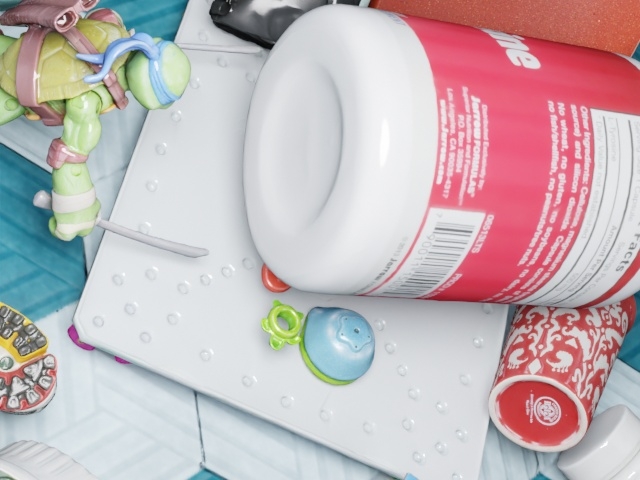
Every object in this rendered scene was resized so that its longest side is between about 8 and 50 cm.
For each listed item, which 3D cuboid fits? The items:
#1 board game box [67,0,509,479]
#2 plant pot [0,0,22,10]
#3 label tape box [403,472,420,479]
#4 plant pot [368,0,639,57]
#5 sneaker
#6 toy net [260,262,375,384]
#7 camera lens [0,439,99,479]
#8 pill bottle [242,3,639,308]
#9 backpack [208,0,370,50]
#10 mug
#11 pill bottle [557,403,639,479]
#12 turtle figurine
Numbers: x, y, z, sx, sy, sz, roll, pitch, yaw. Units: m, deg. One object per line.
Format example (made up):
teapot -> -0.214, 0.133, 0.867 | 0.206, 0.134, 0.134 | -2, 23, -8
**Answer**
board game box -> 0.000, 0.000, 1.266 | 0.389, 0.050, 0.390 | 26, 57, -18
plant pot -> -0.257, -0.326, 1.135 | 0.293, 0.293, 0.235 | -13, 87, -34
label tape box -> 0.133, 0.386, 1.124 | 0.333, 0.106, 0.241 | 36, 54, -11
plant pot -> 0.162, -0.263, 1.337 | 0.235, 0.267, 0.267 | 11, 43, -13
sneaker -> -0.295, 0.061, 1.052 | 0.225, 0.093, 0.088 | 41, 72, 10
toy net -> 0.002, 0.006, 1.208 | 0.122, 0.045, 0.232 | 17, 59, -21
camera lens -> -0.250, 0.283, 0.879 | 0.274, 0.219, 0.219 | -35, 87, -37
pill bottle -> 0.159, -0.059, 1.159 | 0.407, 0.229, 0.229 | 5, 65, -30
backpack -> -0.014, -0.259, 1.251 | 0.151, 0.115, 0.182 | 20, 90, -18
mug -> 0.231, 0.120, 1.277 | 0.150, 0.113, 0.169 | 53, 37, -17
pill bottle -> 0.323, 0.259, 1.290 | 0.208, 0.117, 0.117 | 47, 53, -2
turtle figurine -> -0.215, -0.096, 1.117 | 0.266, 0.274, 0.198 | 5, 88, 14
